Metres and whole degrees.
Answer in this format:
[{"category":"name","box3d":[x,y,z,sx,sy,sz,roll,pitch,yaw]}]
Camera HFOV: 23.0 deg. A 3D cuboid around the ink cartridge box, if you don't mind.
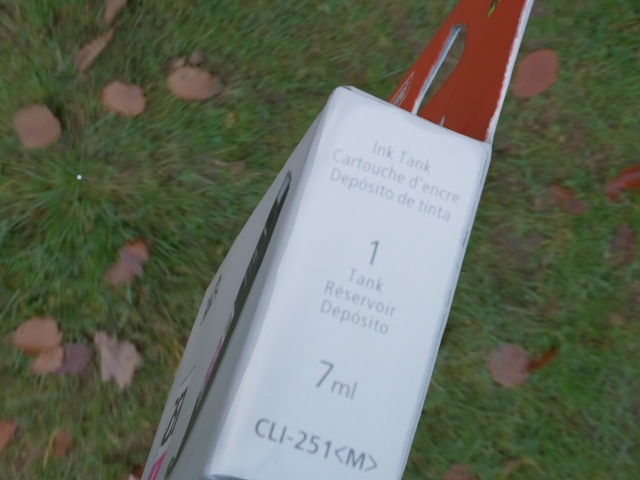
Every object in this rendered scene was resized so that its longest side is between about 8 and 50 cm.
[{"category":"ink cartridge box","box3d":[0.000,0.000,0.596,0.060,0.275,0.239,19,72,-7]}]
